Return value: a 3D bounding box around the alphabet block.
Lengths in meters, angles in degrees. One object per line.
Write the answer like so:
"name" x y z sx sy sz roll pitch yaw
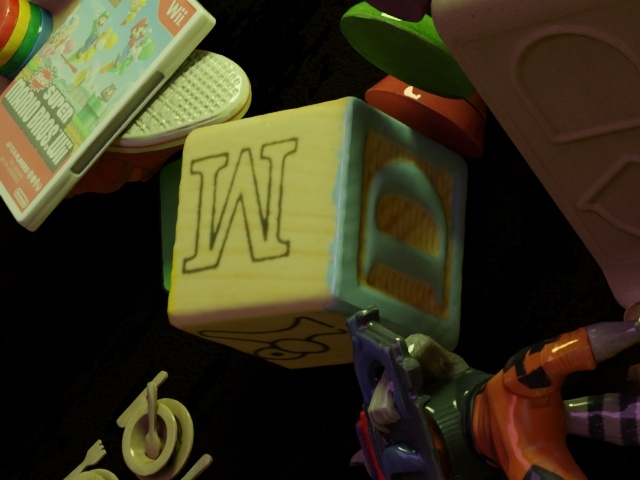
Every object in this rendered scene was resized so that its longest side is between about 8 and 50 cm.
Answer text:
"alphabet block" 0.000 0.000 1.740 0.197 0.192 0.193 -8 67 37

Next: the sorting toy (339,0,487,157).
"sorting toy" 0.103 -0.193 1.639 0.127 0.365 0.126 26 78 16

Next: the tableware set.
"tableware set" -0.203 0.235 1.927 0.194 0.039 0.128 -47 50 17

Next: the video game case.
"video game case" -0.245 -0.164 1.995 0.285 0.025 0.204 -48 39 5

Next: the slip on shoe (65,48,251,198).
"slip on shoe" -0.191 -0.115 2.004 0.331 0.101 0.123 -15 50 39

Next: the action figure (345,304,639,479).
"action figure" 0.164 0.201 1.589 0.330 0.178 0.341 -4 102 46

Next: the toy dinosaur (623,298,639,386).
"toy dinosaur" 0.288 0.061 1.519 0.092 0.053 0.183 14 125 11

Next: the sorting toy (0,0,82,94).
"sorting toy" -0.327 -0.305 2.164 0.257 0.089 0.255 -54 37 11

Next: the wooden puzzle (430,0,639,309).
"wooden puzzle" 0.298 -0.108 1.467 0.322 0.348 0.080 -11 36 37

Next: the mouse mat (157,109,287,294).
"mouse mat" -0.095 -0.038 1.957 0.189 0.007 0.153 -20 62 33
